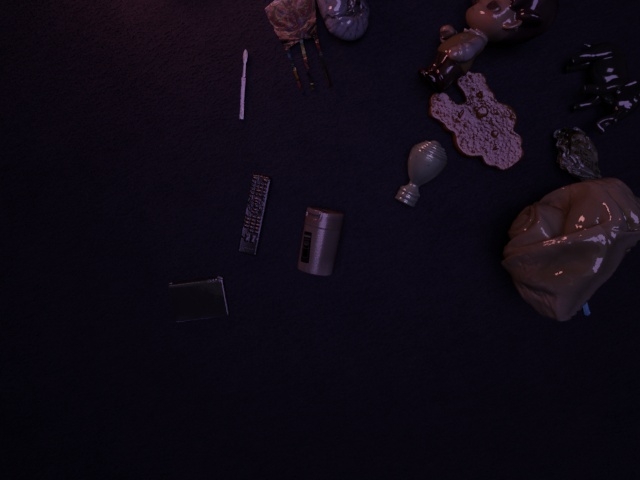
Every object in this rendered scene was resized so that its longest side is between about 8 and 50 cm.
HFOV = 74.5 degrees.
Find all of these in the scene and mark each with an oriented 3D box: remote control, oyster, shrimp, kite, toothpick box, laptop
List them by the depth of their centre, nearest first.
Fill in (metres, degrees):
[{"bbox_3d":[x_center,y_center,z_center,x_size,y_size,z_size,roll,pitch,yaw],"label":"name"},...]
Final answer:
[{"bbox_3d":[0.043,-0.707,1.113,0.145,0.116,0.342,-18,104,8],"label":"shrimp"},{"bbox_3d":[0.705,-0.229,1.152,0.125,0.064,0.177,-17,85,-8],"label":"oyster"},{"bbox_3d":[-0.052,-0.554,1.178,0.152,0.015,0.285,-16,99,24],"label":"kite"},{"bbox_3d":[0.000,0.000,1.214,0.111,0.111,0.180,11,100,3],"label":"toothpick box"},{"bbox_3d":[-0.198,-0.076,1.264,0.063,0.025,0.245,14,99,4],"label":"remote control"},{"bbox_3d":[-0.382,0.185,1.319,0.180,0.016,0.129,-7,97,7],"label":"laptop"}]

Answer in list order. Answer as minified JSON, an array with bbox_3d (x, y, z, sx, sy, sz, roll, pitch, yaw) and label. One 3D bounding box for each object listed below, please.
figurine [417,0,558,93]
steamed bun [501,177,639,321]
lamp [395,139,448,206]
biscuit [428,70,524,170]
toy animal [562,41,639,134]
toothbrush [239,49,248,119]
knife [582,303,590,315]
[{"bbox_3d":[0.403,-0.551,1.060,0.365,0.218,0.206,-29,103,9],"label":"figurine"},{"bbox_3d":[0.618,0.004,1.073,0.255,0.342,0.367,38,106,24],"label":"steamed bun"},{"bbox_3d":[0.280,-0.187,1.176,0.106,0.106,0.193,24,108,1],"label":"lamp"},{"bbox_3d":[0.441,-0.321,1.169,0.186,0.044,0.295,-36,92,11],"label":"biscuit"},{"bbox_3d":[0.739,-0.403,1.095,0.146,0.114,0.244,-11,97,7],"label":"toy animal"},{"bbox_3d":[-0.223,-0.450,1.220,0.014,0.017,0.194,6,98,3],"label":"toothbrush"},{"bbox_3d":[0.763,0.174,1.222,0.027,0.010,0.096,-19,98,6],"label":"knife"}]
